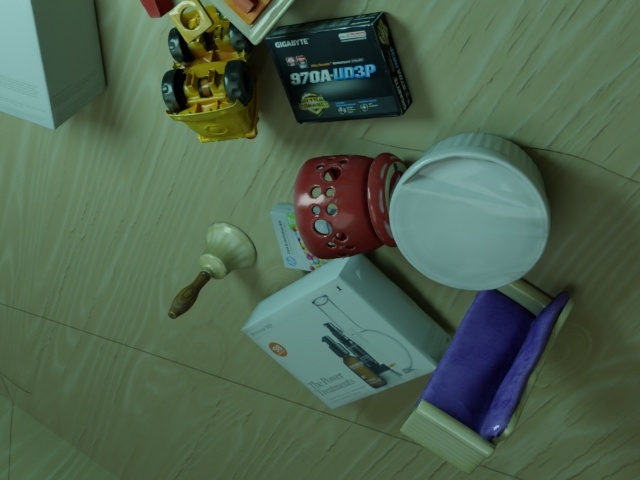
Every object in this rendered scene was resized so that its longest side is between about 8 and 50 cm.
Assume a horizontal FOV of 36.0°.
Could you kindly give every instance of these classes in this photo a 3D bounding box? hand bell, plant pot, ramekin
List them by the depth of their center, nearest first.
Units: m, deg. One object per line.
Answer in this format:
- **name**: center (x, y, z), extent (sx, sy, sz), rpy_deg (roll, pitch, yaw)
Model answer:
- **ramekin**: center (0.260, -0.059, 1.672), extent (0.273, 0.127, 0.273), rpy_deg (10, 126, 14)
- **plant pot**: center (0.070, -0.064, 1.779), extent (0.174, 0.191, 0.191), rpy_deg (-3, 124, 28)
- **hand bell**: center (-0.247, 0.083, 2.068), extent (0.126, 0.242, 0.126), rpy_deg (18, 135, 19)

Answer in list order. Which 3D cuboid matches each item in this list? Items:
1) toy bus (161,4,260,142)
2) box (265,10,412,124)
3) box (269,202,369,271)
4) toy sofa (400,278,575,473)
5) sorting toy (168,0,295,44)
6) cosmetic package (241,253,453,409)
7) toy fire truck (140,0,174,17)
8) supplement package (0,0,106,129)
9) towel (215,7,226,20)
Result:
- **toy bus**: center (-0.169, -0.281, 1.769), extent (0.149, 0.220, 0.211), rpy_deg (-6, 156, 19)
- **box**: center (0.032, -0.293, 1.701), extent (0.220, 0.051, 0.175), rpy_deg (1, 126, 33)
- **box**: center (0.000, 0.000, 1.987), extent (0.186, 0.038, 0.145), rpy_deg (8, 130, 29)
- **toy sofa**: center (0.298, 0.211, 1.740), extent (0.150, 0.362, 0.177), rpy_deg (32, 144, 6)
- **sorting toy**: center (-0.124, -0.441, 1.593), extent (0.196, 0.047, 0.348), rpy_deg (46, 119, 1)
- **cosmetic package**: center (0.046, 0.195, 2.054), extent (0.284, 0.097, 0.377), rpy_deg (44, 141, -11)
- **toy fire truck**: center (-0.277, -0.492, 1.732), extent (0.135, 0.047, 0.192), rpy_deg (3, 127, 33)
- **supplement package**: center (-0.547, -0.396, 1.896), extent (0.177, 0.175, 0.293), rpy_deg (20, 135, 19)
- **towel**: center (-0.166, -0.490, 1.636), extent (0.102, 0.021, 0.237), rpy_deg (-15, 110, 17)
